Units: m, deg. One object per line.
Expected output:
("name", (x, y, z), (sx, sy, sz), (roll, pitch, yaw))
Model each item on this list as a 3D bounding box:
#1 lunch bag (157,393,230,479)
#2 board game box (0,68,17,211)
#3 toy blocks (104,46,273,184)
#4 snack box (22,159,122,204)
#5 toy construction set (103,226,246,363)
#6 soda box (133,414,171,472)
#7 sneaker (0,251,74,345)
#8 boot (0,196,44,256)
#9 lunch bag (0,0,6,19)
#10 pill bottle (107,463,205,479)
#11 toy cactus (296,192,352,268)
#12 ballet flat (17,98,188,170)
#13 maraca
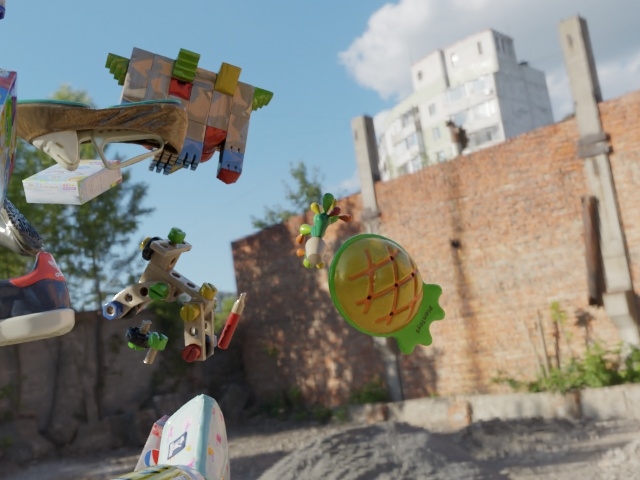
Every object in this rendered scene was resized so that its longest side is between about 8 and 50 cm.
("lunch bag", (-0.273, 0.495, 1.662), (0.160, 0.223, 0.262), (7, -54, -6))
("board game box", (-0.461, -0.106, 0.938), (0.144, 0.142, 0.275), (5, 30, -17))
("toy blocks", (-0.313, -0.262, 1.734), (0.381, 0.261, 0.191), (15, -27, -19))
("snack box", (-0.669, -0.162, 2.093), (0.174, 0.070, 0.207), (2, 24, 17))
("toy construction set", (-0.279, 0.110, 1.653), (0.257, 0.237, 0.309), (29, 9, 38))
("soda box", (-0.439, 0.606, 2.045), (0.083, 0.263, 0.092), (24, 4, 6))
("sneaker", (-0.556, 0.097, 1.160), (0.350, 0.148, 0.131), (-10, -8, -11))
("boot", (-0.579, 0.030, 1.287), (0.208, 0.189, 0.076), (-47, -32, -3))
("lunch bag", (-0.880, -0.624, 1.745), (0.385, 0.328, 0.239), (-12, -25, 27))
("pill bottle", (-0.234, 0.371, 1.051), (0.119, 0.119, 0.208), (-10, -10, 12))
("toy cactus", (0.000, 0.000, 1.842), (0.112, 0.180, 0.219), (23, -57, -10))
("ballet flat", (-0.404, -0.188, 1.386), (0.342, 0.124, 0.116), (-4, -8, -24))
("maraca", (0.088, 0.069, 1.006), (0.185, 0.127, 0.099), (37, -15, -21))
